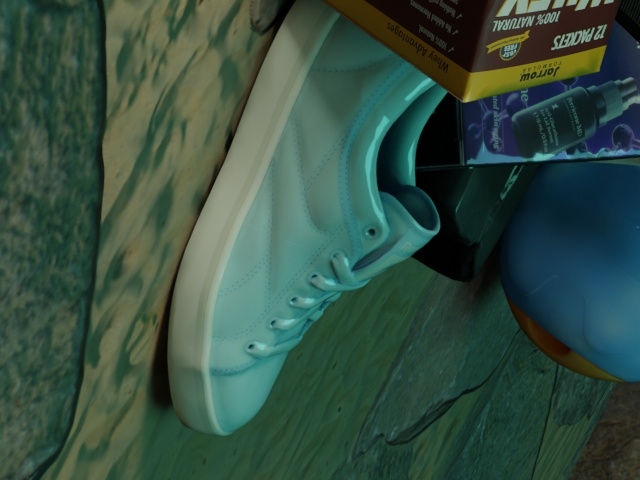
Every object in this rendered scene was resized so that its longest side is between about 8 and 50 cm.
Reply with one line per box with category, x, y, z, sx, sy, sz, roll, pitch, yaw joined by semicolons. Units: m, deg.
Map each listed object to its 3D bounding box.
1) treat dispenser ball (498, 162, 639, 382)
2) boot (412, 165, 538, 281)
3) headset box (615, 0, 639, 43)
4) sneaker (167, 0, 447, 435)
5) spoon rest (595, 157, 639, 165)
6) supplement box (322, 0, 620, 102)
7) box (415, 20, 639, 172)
treat dispenser ball;0.348;0.020;1.874;0.288;0.288;0.288;-51;156;-33
boot;0.220;-0.152;1.533;0.445;0.146;0.367;-64;148;-16
headset box;0.196;-0.311;1.114;0.110;0.293;0.218;-27;151;-27
sneaker;0.000;0.000;1.188;0.135;0.150;0.366;-21;133;-61
spoon rest;0.315;-0.123;1.697;0.137;0.276;0.084;-41;117;-23
supplement box;0.098;-0.226;1.053;0.129;0.191;0.194;-16;132;-37
box;0.160;-0.134;1.283;0.207;0.108;0.153;-6;93;-30
